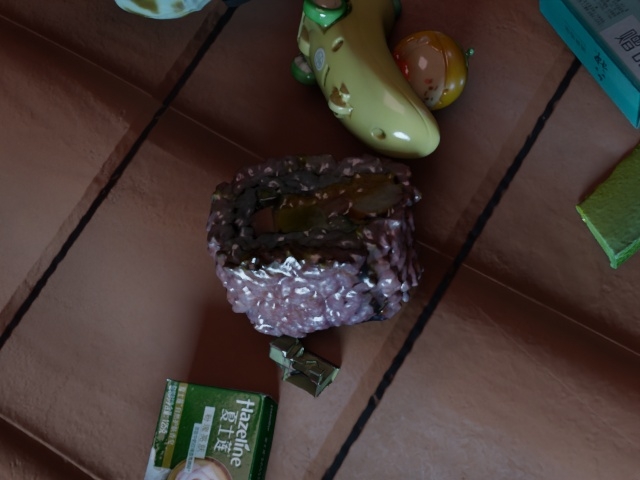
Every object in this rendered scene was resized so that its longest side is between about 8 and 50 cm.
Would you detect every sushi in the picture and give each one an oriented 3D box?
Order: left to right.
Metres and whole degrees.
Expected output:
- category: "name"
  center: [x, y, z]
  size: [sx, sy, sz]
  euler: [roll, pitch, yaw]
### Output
- category: "sushi"
  center: [0.000, 0.000, 1.152]
  size: [0.270, 0.170, 0.236]
  euler: [-5, 43, 11]

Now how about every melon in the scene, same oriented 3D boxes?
- category: "melon"
  center: [0.422, -0.081, 1.179]
  size: [0.114, 0.053, 0.261]
  euler: [28, 74, 37]

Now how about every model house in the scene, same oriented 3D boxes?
- category: "model house"
  center: [-0.021, 0.153, 1.170]
  size: [0.083, 0.057, 0.058]
  euler: [26, 39, 20]

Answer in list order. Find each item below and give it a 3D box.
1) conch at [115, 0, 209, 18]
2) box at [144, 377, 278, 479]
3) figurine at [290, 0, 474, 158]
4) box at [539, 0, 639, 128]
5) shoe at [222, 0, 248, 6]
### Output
- category: "conch"
  center: [-0.203, -0.426, 1.304]
  size: [0.368, 0.197, 0.249]
  euler: [-33, 25, -1]
- category: "box"
  center: [-0.140, 0.282, 1.139]
  size: [0.135, 0.081, 0.199]
  euler: [6, 75, 13]
- category: "figurine"
  center: [0.092, -0.231, 1.220]
  size: [0.222, 0.124, 0.324]
  euler: [-5, 48, -22]
- category: "box"
  center: [0.415, -0.289, 1.203]
  size: [0.153, 0.092, 0.244]
  euler: [-29, 61, 2]
- category: "shoe"
  center: [-0.064, -0.393, 1.373]
  size: [0.179, 0.049, 0.071]
  euler: [-20, 52, 22]
